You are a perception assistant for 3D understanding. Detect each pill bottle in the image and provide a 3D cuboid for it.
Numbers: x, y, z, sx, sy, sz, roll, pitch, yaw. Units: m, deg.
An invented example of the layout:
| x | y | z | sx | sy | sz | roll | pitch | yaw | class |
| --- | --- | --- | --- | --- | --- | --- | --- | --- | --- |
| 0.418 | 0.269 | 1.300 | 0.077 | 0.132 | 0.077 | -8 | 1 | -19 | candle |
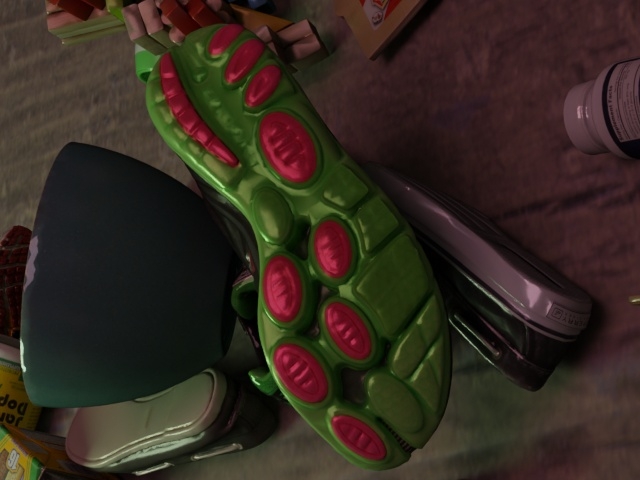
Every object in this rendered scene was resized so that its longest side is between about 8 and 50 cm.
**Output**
| x | y | z | sx | sy | sz | roll | pitch | yaw | class |
| --- | --- | --- | --- | --- | --- | --- | --- | --- | --- |
| -0.427 | 0.232 | 2.350 | 0.118 | 0.118 | 0.208 | 20 | 91 | 52 | pill bottle |
| 0.305 | -0.123 | 1.634 | 0.169 | 0.094 | 0.094 | -9 | 69 | 49 | pill bottle |

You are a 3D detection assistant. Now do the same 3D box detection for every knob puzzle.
| x | y | z | sx | sy | sz | roll | pitch | yaw | class |
| --- | --- | --- | --- | --- | --- | --- | --- | --- | --- |
| 0.084 | -0.319 | 2.027 | 0.213 | 0.030 | 0.213 | -22 | 60 | 44 | knob puzzle |

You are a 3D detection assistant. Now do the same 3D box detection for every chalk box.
| x | y | z | sx | sy | sz | roll | pitch | yaw | class |
| --- | --- | --- | --- | --- | --- | --- | --- | --- | --- |
| -0.352 | 0.353 | 2.200 | 0.132 | 0.132 | 0.213 | 34 | 101 | 50 | chalk box |

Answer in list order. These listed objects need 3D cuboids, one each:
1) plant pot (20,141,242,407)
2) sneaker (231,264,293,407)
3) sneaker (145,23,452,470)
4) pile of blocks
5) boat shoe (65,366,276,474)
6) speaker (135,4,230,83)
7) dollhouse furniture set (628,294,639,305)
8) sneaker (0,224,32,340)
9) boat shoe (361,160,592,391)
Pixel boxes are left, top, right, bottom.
| x | y | z | sx | sy | sz | roll | pitch | yaw | class |
| --- | --- | --- | --- | --- | --- | --- | --- | --- | --- |
| -0.191 | 0.047 | 1.960 | 0.290 | 0.195 | 0.290 | 7 | -90 | -85 | plant pot |
| -0.023 | 0.021 | 1.928 | 0.134 | 0.146 | 0.343 | -37 | 49 | 35 | sneaker |
| 0.000 | 0.000 | 1.761 | 0.185 | 0.202 | 0.482 | -29 | 66 | 8 | sneaker |
| -0.167 | -0.282 | 2.095 | 0.362 | 0.112 | 0.149 | 13 | 86 | 15 | pile of blocks |
| -0.179 | 0.222 | 2.087 | 0.335 | 0.095 | 0.112 | -18 | 48 | 50 | boat shoe |
| -0.147 | -0.334 | 2.230 | 0.131 | 0.131 | 0.296 | -2 | 74 | 50 | speaker |
| 0.314 | 0.115 | 1.511 | 0.123 | 0.144 | 0.151 | -11 | 82 | 53 | dollhouse furniture set |
| -0.439 | 0.087 | 2.446 | 0.093 | 0.088 | 0.225 | 11 | 84 | 54 | sneaker |
| 0.122 | 0.030 | 1.770 | 0.335 | 0.121 | 0.119 | 42 | 108 | 49 | boat shoe |
